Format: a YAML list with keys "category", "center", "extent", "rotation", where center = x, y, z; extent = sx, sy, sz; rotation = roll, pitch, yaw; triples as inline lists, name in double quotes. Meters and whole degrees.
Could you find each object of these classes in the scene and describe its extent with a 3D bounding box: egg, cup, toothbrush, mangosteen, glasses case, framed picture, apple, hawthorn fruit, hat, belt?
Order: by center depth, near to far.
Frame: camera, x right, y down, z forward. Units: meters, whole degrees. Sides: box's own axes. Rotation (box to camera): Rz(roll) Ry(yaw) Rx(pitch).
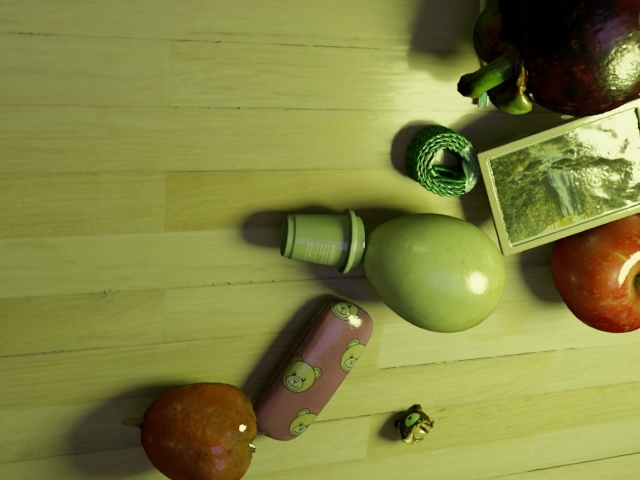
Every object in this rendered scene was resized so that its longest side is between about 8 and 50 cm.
- category: "mangosteen"
  center: [0.407, -0.353, 1.416]
  extent: [0.359, 0.306, 0.306]
  rotation: [-14, 116, -8]
- category: "cup"
  center: [0.000, 0.000, 1.518]
  extent: [0.141, 0.120, 0.120]
  rotation: [2, 111, -13]
- category: "toothbrush"
  center: [0.301, -0.371, 1.527]
  extent: [0.026, 0.022, 0.263]
  rotation: [-17, 118, -28]
- category: "hawthorn fruit"
  center: [-0.242, 0.356, 1.539]
  extent: [0.251, 0.199, 0.200]
  rotation: [9, 109, -5]
- category: "egg"
  center: [0.207, 0.054, 1.558]
  extent: [0.295, 0.218, 0.218]
  rotation: [24, 102, -26]
- category: "belt"
  center: [0.237, -0.144, 1.565]
  extent: [0.151, 0.079, 0.121]
  rotation: [22, 102, -29]
- category: "framed picture"
  center: [0.473, -0.118, 1.583]
  extent: [0.324, 0.020, 0.241]
  rotation: [-18, 119, 3]
- category: "glasses case"
  center: [-0.017, 0.256, 1.637]
  extent: [0.123, 0.076, 0.316]
  rotation: [30, 99, -29]
- category: "apple"
  center: [0.606, 0.053, 1.718]
  extent: [0.260, 0.216, 0.261]
  rotation: [-8, 113, -18]
- category: "hat"
  center: [0.199, 0.394, 1.794]
  extent: [0.076, 0.059, 0.077]
  rotation: [26, 106, -45]
